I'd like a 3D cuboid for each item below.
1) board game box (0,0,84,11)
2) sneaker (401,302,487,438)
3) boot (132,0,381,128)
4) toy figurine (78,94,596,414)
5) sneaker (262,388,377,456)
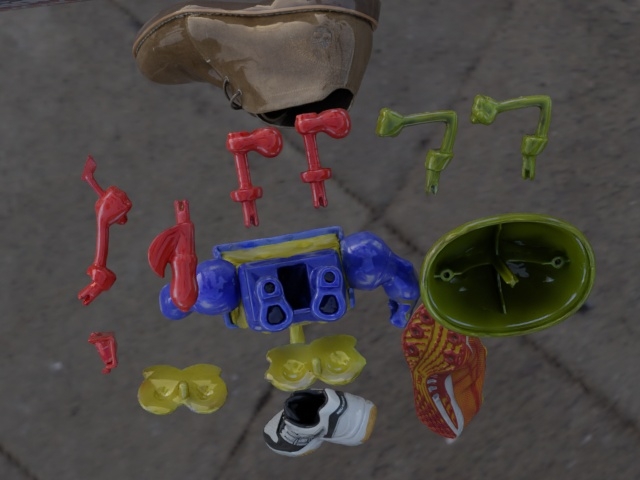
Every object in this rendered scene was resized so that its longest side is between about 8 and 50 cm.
[{"bbox_3d":[-0.178,-0.120,0.683,0.194,0.194,0.060,-2,94,32],"label":"board game box"},{"bbox_3d":[0.108,0.094,1.419,0.064,0.067,0.175,26,147,21],"label":"sneaker"},{"bbox_3d":[-0.077,-0.166,1.625,0.305,0.112,0.115,-3,76,44],"label":"boot"},{"bbox_3d":[0.000,0.000,1.274,0.362,0.217,0.191,-12,94,-5],"label":"toy figurine"},{"bbox_3d":[-0.008,0.089,0.869,0.083,0.037,0.032,-22,48,49],"label":"sneaker"}]
